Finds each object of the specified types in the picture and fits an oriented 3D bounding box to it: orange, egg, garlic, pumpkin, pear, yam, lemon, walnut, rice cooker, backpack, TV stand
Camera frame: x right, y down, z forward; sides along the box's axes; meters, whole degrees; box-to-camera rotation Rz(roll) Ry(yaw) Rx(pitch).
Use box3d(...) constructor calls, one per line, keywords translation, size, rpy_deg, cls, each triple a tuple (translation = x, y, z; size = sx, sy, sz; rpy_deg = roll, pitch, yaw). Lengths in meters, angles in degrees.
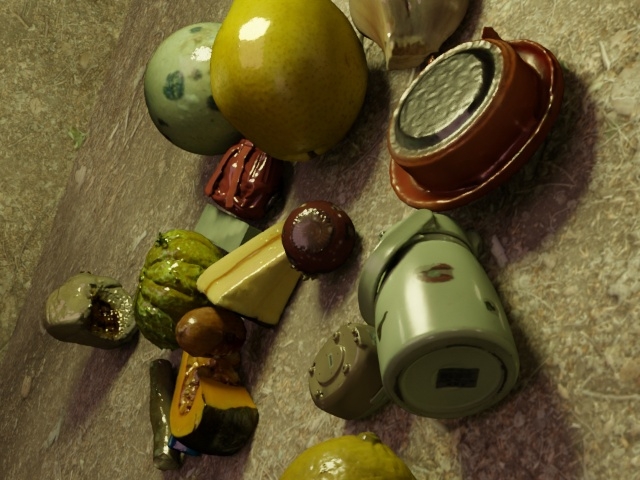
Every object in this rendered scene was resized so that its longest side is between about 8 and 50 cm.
box3d(translation=(-0.340, 0.127, 2.002), size=(0.300, 0.223, 0.301), rpy_deg=(146, 140, -72), cls="orange")
box3d(translation=(-0.292, -0.401, 2.146), size=(0.428, 0.345, 0.345), rpy_deg=(170, 121, -78), cls="egg")
box3d(translation=(0.186, -0.519, 1.766), size=(0.340, 0.232, 0.245), rpy_deg=(-122, 17, -70), cls="garlic")
box3d(translation=(-0.229, 0.329, 1.793), size=(0.190, 0.139, 0.280), rpy_deg=(-18, 58, 54), cls="pumpkin")
box3d(translation=(-0.073, -0.384, 1.822), size=(0.362, 0.362, 0.418), rpy_deg=(-24, 73, 46), cls="pear")
box3d(translation=(-0.389, 0.428, 2.020), size=(0.071, 0.067, 0.317), rpy_deg=(-47, 36, 26), cls="yam")
box3d(translation=(0.036, 0.439, 1.251), size=(0.267, 0.267, 0.267), rpy_deg=(-33, 45, 40), cls="lemon")
box3d(translation=(-0.235, 0.205, 1.800), size=(0.116, 0.207, 0.115), rpy_deg=(-2, 86, 35), cls="walnut")
box3d(translation=(0.064, 0.231, 1.455), size=(0.206, 0.127, 0.145), rpy_deg=(-55, 34, 31), cls="rice cooker")
box3d(translation=(-0.179, -0.166, 2.042), size=(0.229, 0.139, 0.229), rpy_deg=(-32, 47, 41), cls="backpack")
box3d(translation=(-0.224, -0.015, 2.064), size=(0.269, 0.083, 0.088), rpy_deg=(26, 89, 58), cls="TV stand")

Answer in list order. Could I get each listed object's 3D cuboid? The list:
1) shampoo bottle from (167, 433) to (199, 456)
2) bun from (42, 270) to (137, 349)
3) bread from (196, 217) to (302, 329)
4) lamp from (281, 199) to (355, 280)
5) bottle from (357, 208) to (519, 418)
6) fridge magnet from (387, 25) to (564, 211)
box3d(translation=(-0.296, 0.407, 1.906), size=(0.087, 0.050, 0.183), rpy_deg=(10, 76, 28), cls="shampoo bottle")
box3d(translation=(-0.668, 0.199, 2.382), size=(0.281, 0.282, 0.204), rpy_deg=(-24, 49, 46), cls="bun")
box3d(translation=(-0.143, 0.040, 1.837), size=(0.168, 0.163, 0.264), rpy_deg=(30, 93, 58), cls="bread")
box3d(translation=(-0.003, -0.004, 1.706), size=(0.157, 0.135, 0.156), rpy_deg=(-30, 73, 6), cls="lamp")
box3d(translation=(0.173, 0.090, 1.316), size=(0.229, 0.229, 0.351), rpy_deg=(-44, 33, 30), cls="bottle")
box3d(translation=(0.256, -0.212, 1.430), size=(0.364, 0.155, 0.363), rpy_deg=(-34, 36, 29), cls="fridge magnet")
